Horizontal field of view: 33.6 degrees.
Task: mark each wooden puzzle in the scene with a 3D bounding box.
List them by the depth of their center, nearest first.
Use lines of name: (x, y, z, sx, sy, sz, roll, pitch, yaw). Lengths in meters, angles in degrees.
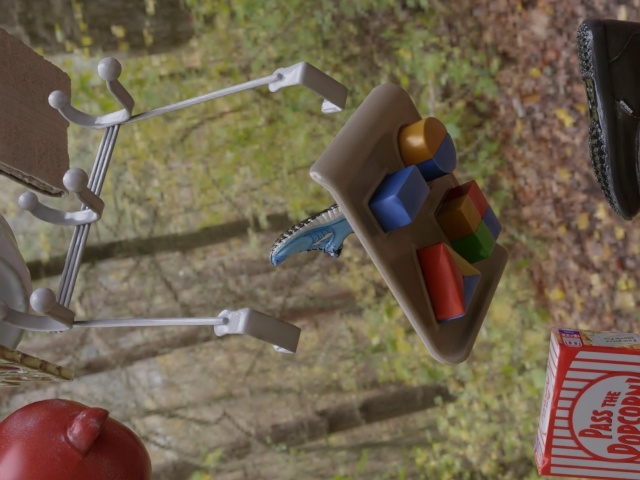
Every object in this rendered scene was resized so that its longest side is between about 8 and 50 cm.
wooden puzzle: (0.158, -0.041, 1.541, 0.081, 0.322, 0.347, -26, 108, 35)

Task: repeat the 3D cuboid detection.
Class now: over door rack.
over door rack: (-0.151, -0.037, 0.923, 0.324, 0.108, 0.239, 0, 70, 35)

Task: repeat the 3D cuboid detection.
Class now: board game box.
board game box: (0.316, 0.164, 1.038, 0.045, 0.194, 0.146, -82, -5, -68)

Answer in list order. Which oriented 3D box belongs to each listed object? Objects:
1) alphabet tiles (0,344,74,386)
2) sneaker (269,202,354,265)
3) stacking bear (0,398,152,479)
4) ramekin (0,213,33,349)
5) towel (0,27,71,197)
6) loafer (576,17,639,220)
alphabet tiles: (-0.339, 0.089, 0.750, 0.342, 0.285, 0.011, 98, 172, -79)
sneaker: (0.000, 0.000, 1.565, 0.073, 0.162, 0.063, 63, 180, -8)
stacking bear: (-0.192, 0.229, 0.610, 0.289, 0.164, 0.175, -62, 2, -16)
ramekin: (-0.377, 0.053, 1.017, 0.109, 0.207, 0.207, 37, 139, 46)
towel: (-0.408, -0.180, 1.367, 0.282, 0.049, 0.187, 32, -127, -64)
loafer: (0.322, -0.126, 1.102, 0.080, 0.078, 0.220, -90, -12, -71)
